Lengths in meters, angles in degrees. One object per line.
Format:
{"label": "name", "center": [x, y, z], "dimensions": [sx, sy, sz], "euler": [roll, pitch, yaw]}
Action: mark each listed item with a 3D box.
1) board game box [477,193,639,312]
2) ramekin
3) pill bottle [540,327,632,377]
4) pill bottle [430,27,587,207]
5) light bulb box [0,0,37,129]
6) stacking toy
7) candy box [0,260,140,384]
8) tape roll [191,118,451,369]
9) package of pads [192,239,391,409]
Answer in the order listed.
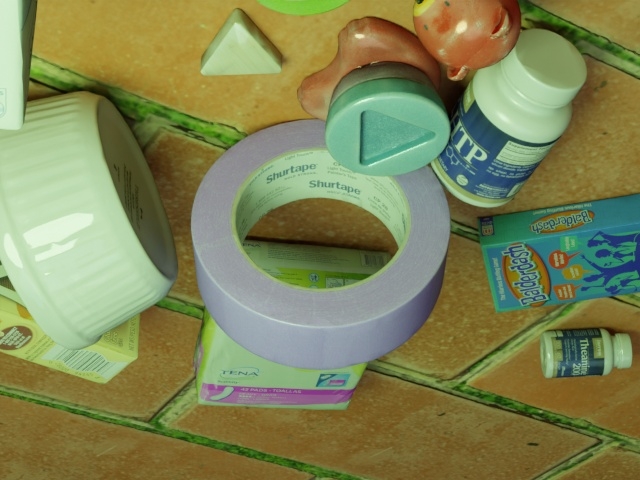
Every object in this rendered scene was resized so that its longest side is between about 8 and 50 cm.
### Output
{"label": "board game box", "center": [0.313, 0.018, 1.630], "dimensions": [0.210, 0.047, 0.160], "euler": [-9, 144, 11]}
{"label": "ramekin", "center": [-0.249, -0.033, 1.360], "dimensions": [0.127, 0.273, 0.273], "euler": [-21, 142, 5]}
{"label": "pill bottle", "center": [0.371, 0.157, 1.809], "dimensions": [0.120, 0.067, 0.067], "euler": [-3, 144, 1]}
{"label": "pill bottle", "center": [0.199, -0.130, 1.362], "dimensions": [0.112, 0.112, 0.187], "euler": [10, 142, -17]}
{"label": "light bulb box", "center": [-0.294, -0.326, 0.854], "dimensions": [0.225, 0.358, 0.361], "euler": [3, 145, -11]}
{"label": "stacking toy", "center": [0.036, -0.182, 1.267], "dimensions": [0.279, 0.130, 0.309], "euler": [10, 142, -17]}
{"label": "candy box", "center": [-0.360, 0.030, 1.495], "dimensions": [0.316, 0.183, 0.087], "euler": [24, 136, -31]}
{"label": "tape roll", "center": [0.000, 0.000, 1.393], "dimensions": [0.274, 0.275, 0.090], "euler": [-1, 144, -1]}
{"label": "package of pads", "center": [-0.046, 0.116, 1.704], "dimensions": [0.229, 0.101, 0.296], "euler": [5, 143, -12]}
